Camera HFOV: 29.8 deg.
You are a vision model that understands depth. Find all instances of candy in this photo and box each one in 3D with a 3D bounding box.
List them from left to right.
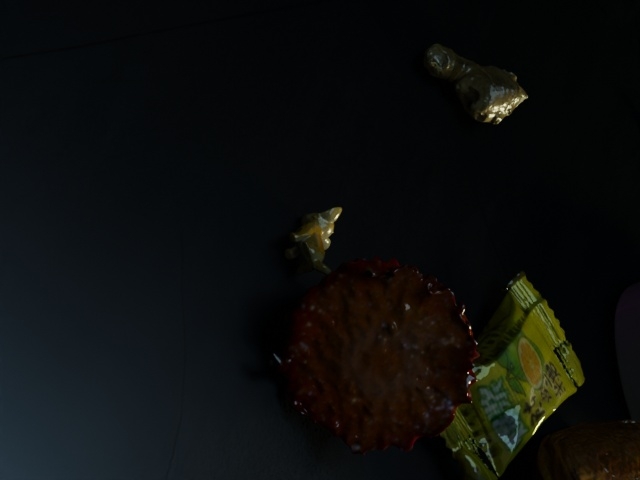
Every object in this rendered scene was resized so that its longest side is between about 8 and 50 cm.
[{"bbox_3d":[0.237,0.173,1.545,0.297,0.081,0.187,-37,97,-41],"label":"candy"}]

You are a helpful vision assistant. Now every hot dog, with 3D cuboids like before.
[{"bbox_3d":[0.376,0.334,1.576,0.272,0.122,0.196,-8,76,-39],"label":"hot dog"}]

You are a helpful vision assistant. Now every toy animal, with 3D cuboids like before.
[{"bbox_3d":[0.000,0.000,1.429,0.081,0.060,0.083,32,41,24],"label":"toy animal"}]

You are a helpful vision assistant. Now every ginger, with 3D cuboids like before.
[{"bbox_3d":[0.215,-0.216,1.705,0.165,0.067,0.096,16,61,-21],"label":"ginger"}]

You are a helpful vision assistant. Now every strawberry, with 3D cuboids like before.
[{"bbox_3d":[0.069,0.120,1.382,0.234,0.234,0.178,61,14,-3],"label":"strawberry"}]

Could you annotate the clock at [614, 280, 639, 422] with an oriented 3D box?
[{"bbox_3d":[0.586,0.197,1.832,0.338,0.102,0.338,19,60,-36],"label":"clock"}]
